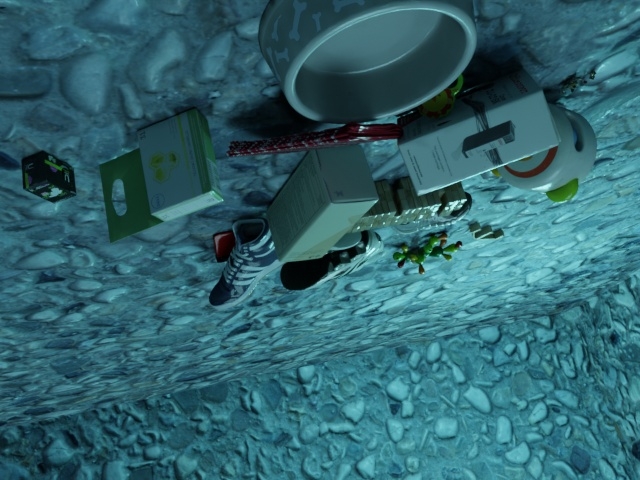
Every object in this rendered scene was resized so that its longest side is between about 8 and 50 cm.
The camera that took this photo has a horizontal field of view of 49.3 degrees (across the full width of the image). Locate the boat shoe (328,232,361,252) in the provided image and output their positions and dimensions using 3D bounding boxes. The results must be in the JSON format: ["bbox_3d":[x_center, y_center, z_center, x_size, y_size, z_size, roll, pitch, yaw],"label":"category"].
[{"bbox_3d":[0.000,0.000,1.891,0.220,0.077,0.070,-5,159,-3],"label":"boat shoe"}]

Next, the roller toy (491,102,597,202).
[{"bbox_3d":[0.479,-0.201,1.516,0.146,0.209,0.191,4,114,-41],"label":"roller toy"}]

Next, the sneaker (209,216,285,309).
[{"bbox_3d":[-0.204,0.052,1.747,0.282,0.099,0.153,-39,139,10],"label":"sneaker"}]

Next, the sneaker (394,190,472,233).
[{"bbox_3d":[0.281,-0.081,1.849,0.229,0.086,0.132,-22,156,23],"label":"sneaker"}]

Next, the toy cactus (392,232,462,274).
[{"bbox_3d":[0.333,0.050,2.235,0.219,0.112,0.180,-19,171,-12],"label":"toy cactus"}]

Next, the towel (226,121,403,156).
[{"bbox_3d":[-0.008,-0.183,1.274,0.275,0.031,0.199,-3,-174,34],"label":"towel"}]

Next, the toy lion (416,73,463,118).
[{"bbox_3d":[0.215,-0.274,1.267,0.100,0.096,0.034,-25,-170,26],"label":"toy lion"}]

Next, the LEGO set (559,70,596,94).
[{"bbox_3d":[0.531,-0.332,1.452,0.083,0.023,0.054,-23,165,-15],"label":"LEGO set"}]

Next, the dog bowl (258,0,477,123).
[{"bbox_3d":[0.083,-0.304,1.092,0.349,0.102,0.348,-12,161,-4],"label":"dog bowl"}]

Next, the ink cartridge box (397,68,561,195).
[{"bbox_3d":[0.292,-0.210,1.331,0.273,0.114,0.197,-19,-159,14],"label":"ink cartridge box"}]

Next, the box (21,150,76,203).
[{"bbox_3d":[-0.489,-0.113,1.259,0.052,0.062,0.083,-18,160,13],"label":"box"}]

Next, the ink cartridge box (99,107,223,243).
[{"bbox_3d":[-0.297,-0.112,1.235,0.235,0.171,0.056,-19,159,12],"label":"ink cartridge box"}]

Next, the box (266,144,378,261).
[{"bbox_3d":[-0.006,-0.078,1.570,0.121,0.147,0.311,-5,159,-27],"label":"box"}]

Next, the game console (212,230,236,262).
[{"bbox_3d":[-0.209,0.003,1.834,0.144,0.085,0.124,-10,-169,-10],"label":"game console"}]

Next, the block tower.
[{"bbox_3d":[0.184,-0.095,1.731,0.336,0.097,0.091,-9,158,-12],"label":"block tower"}]

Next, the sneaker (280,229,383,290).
[{"bbox_3d":[0.039,0.067,2.018,0.331,0.122,0.146,-25,156,27],"label":"sneaker"}]

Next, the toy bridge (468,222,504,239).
[{"bbox_3d":[0.523,-0.024,2.250,0.063,0.026,0.188,-28,156,35],"label":"toy bridge"}]
